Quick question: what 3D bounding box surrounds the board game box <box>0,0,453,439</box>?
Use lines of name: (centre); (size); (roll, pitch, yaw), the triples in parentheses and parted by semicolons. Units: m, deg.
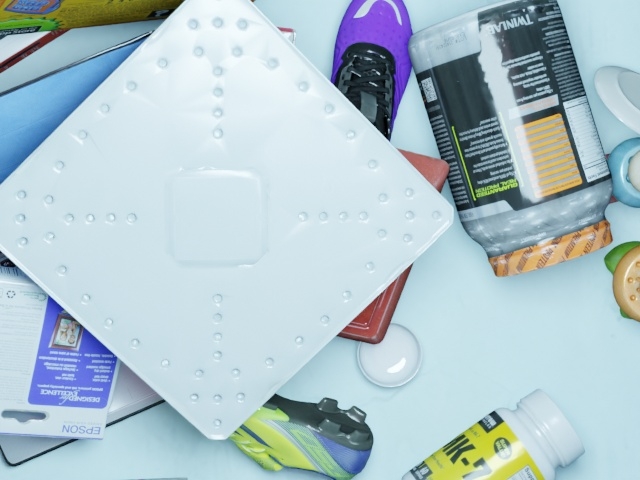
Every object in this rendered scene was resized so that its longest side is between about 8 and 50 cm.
board game box: (-0.116, -0.031, 1.765); (0.390, 0.050, 0.390); (-44, 105, 7)

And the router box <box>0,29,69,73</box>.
router box: (-0.435, -0.373, 1.897); (0.301, 0.082, 0.335); (-32, 93, -4)

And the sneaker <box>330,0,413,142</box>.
sneaker: (0.056, -0.169, 1.911); (0.102, 0.146, 0.293); (12, 91, -4)

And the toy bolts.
toy bolts: (0.442, -0.027, 1.942); (0.218, 0.158, 0.228); (-22, 93, -4)

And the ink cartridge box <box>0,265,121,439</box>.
ink cartridge box: (-0.339, 0.133, 1.843); (0.206, 0.045, 0.208); (7, 113, -20)

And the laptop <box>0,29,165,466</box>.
laptop: (-0.281, 0.024, 1.841); (0.382, 0.236, 0.407); (-23, 93, -4)

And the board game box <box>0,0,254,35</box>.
board game box: (-0.215, -0.456, 1.710); (0.357, 0.356, 0.356); (-10, 84, -26)

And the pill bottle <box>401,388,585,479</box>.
pill bottle: (0.216, 0.283, 1.947); (0.208, 0.119, 0.119); (-35, 94, -4)

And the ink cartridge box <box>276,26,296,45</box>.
ink cartridge box: (-0.100, -0.221, 1.884); (0.127, 0.175, 0.072); (6, 93, -5)

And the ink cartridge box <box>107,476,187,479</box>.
ink cartridge box: (-0.215, 0.350, 1.938); (0.181, 0.061, 0.104); (-1, 92, -4)

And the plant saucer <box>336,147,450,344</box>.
plant saucer: (0.000, 0.000, 1.862); (0.259, 0.047, 0.258); (13, 112, -17)

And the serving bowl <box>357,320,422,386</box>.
serving bowl: (0.086, 0.142, 1.979); (0.083, 0.027, 0.083); (0, 91, -4)

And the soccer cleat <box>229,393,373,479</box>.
soccer cleat: (-0.077, 0.230, 1.925); (0.289, 0.093, 0.121); (20, 116, -11)

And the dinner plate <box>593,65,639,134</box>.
dinner plate: (0.404, -0.173, 1.957); (0.141, 0.141, 0.017); (33, 127, -5)

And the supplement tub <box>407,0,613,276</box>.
supplement tub: (0.238, -0.126, 1.906); (0.194, 0.193, 0.316); (-17, 92, -5)
